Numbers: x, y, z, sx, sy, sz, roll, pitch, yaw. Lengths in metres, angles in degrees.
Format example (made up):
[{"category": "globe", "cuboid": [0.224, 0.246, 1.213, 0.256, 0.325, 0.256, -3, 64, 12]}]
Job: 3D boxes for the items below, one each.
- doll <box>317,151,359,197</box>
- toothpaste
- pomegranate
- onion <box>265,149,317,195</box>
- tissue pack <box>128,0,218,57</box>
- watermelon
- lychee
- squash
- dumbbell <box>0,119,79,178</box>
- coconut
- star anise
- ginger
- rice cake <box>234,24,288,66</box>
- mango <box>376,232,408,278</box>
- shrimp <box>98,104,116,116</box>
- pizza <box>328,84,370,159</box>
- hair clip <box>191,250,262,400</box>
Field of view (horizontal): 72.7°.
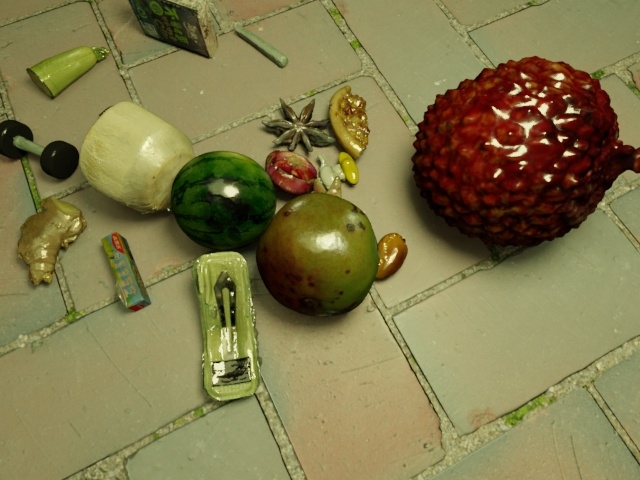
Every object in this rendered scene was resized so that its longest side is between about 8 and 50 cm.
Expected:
[{"category": "doll", "cuboid": [0.045, -0.170, 1.144, 0.113, 0.071, 0.135, 0, 74, 8]}, {"category": "toothpaste", "cuboid": [-0.469, 0.070, 1.039, 0.044, 0.070, 0.193, -27, 72, -9]}, {"category": "pomegranate", "cuboid": [0.015, 0.019, 0.977, 0.290, 0.291, 0.323, 30, 42, 10]}, {"category": "onion", "cuboid": [-0.090, -0.152, 1.121, 0.150, 0.140, 0.150, 24, 30, -15]}, {"category": "tissue pack", "cuboid": [-0.426, -0.642, 1.257, 0.235, 0.173, 0.073, 21, 71, 8]}, {"category": "watermelon", "cuboid": [-0.224, -0.092, 1.015, 0.242, 0.242, 0.242, 0, 69, -1]}, {"category": "lychee", "cuboid": [0.447, -0.188, 0.957, 0.499, 0.424, 0.425, 9, 66, 32]}, {"category": "squash", "cuboid": [-0.712, -0.503, 1.254, 0.094, 0.094, 0.224, 43, 68, 14]}, {"category": "dumbbell", "cuboid": [-0.743, -0.238, 1.138, 0.191, 0.100, 0.100, 24, 71, 8]}, {"category": "coconut", "cuboid": [-0.445, -0.200, 1.053, 0.247, 0.245, 0.245, 33, 72, 12]}, {"category": "star anise", "cuboid": [-0.058, -0.312, 1.193, 0.204, 0.061, 0.181, -4, 74, -3]}, {"category": "ginger", "cuboid": [-0.674, -0.002, 1.066, 0.137, 0.074, 0.213, 21, 76, 7]}, {"category": "rice cake", "cuboid": [-0.181, -0.591, 1.315, 0.207, 0.033, 0.033, 39, 75, 13]}, {"category": "mango", "cuboid": [0.166, 0.041, 1.063, 0.077, 0.063, 0.127, 29, 77, 5]}, {"category": "shrimp", "cuboid": [-0.578, -0.329, 1.214, 0.091, 0.025, 0.127, 5, 65, 2]}, {"category": "pizza", "cuboid": [0.082, -0.333, 1.184, 0.127, 0.058, 0.246, 17, 58, -20]}, {"category": "hair clip", "cuboid": [-0.211, 0.188, 0.991, 0.138, 0.091, 0.321, -5, 81, -11]}]
